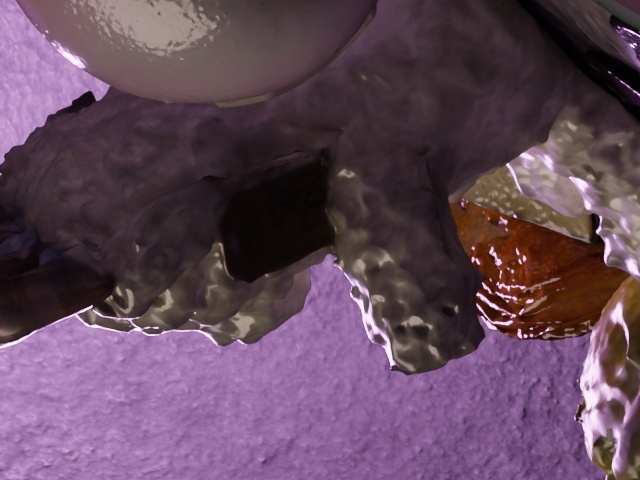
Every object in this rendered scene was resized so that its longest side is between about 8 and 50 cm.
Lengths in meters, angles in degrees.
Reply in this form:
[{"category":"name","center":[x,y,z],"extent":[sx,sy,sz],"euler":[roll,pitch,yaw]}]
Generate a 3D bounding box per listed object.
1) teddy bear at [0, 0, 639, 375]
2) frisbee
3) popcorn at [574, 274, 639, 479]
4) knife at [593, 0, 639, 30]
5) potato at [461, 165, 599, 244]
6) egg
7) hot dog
[{"category":"teddy bear","center":[0.000,0.000,1.021],"extent":[0.375,0.362,0.327],"euler":[42,-178,-37]},{"category":"frisbee","center":[0.182,-0.063,0.848],"extent":[0.211,0.012,0.187],"euler":[39,-177,-34]},{"category":"popcorn","center":[0.269,0.111,1.126],"extent":[0.212,0.198,0.198],"euler":[35,180,20]},{"category":"knife","center":[-0.013,-0.204,0.636],"extent":[0.399,0.038,0.132],"euler":[41,179,1]},{"category":"potato","center":[0.178,-0.068,1.349],"extent":[0.149,0.081,0.120],"euler":[20,-154,26]},{"category":"egg","center":[-0.054,-0.148,0.747],"extent":[0.183,0.183,0.217],"euler":[40,-177,-28]},{"category":"hot dog","center":[0.199,0.017,1.405],"extent":[0.175,0.114,0.259],"euler":[-2,-155,-24]}]
